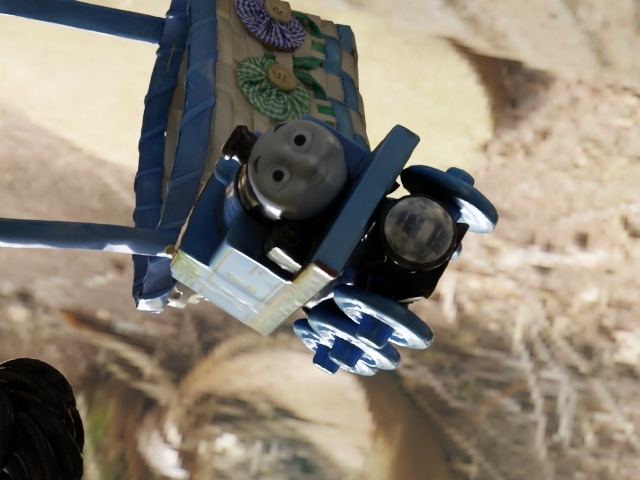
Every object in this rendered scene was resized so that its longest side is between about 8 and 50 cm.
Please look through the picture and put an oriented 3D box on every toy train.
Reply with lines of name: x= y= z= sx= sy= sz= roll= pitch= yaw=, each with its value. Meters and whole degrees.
toy train: x=0.000 y=0.000 z=0.719 sx=0.105 sy=0.080 sz=0.184 roll=30 pitch=167 yaw=-3

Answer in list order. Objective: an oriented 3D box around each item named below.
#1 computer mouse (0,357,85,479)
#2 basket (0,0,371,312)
computer mouse: x=-0.041 y=0.118 z=0.362 sx=0.042 sy=0.193 sz=0.106 roll=-16 pitch=159 yaw=-41
basket: x=-0.114 y=-0.081 z=1.256 sx=0.289 sy=0.255 sz=0.201 roll=3 pitch=135 yaw=-12
